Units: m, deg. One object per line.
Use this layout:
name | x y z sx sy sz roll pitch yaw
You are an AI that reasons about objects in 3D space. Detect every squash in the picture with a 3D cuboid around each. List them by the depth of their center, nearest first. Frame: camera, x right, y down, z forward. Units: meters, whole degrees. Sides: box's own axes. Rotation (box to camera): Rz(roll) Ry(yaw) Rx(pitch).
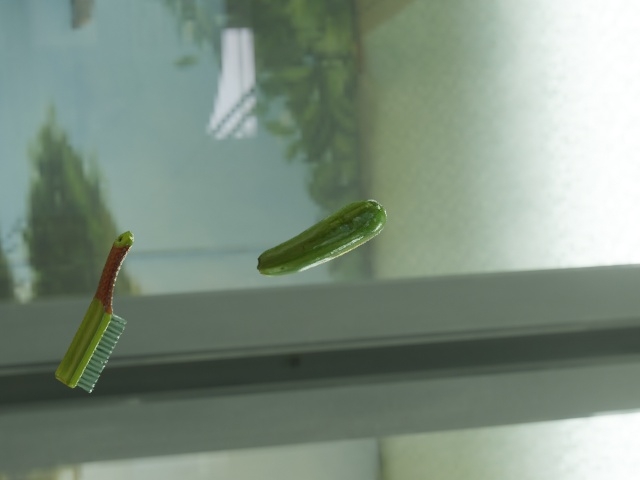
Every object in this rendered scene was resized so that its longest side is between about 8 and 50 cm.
squash | 0.001 0.001 0.992 0.027 0.089 0.027 57 13 -20

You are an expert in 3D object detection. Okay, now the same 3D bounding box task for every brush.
brush | -0.108 0.035 0.809 0.019 0.021 0.083 18 -95 57
